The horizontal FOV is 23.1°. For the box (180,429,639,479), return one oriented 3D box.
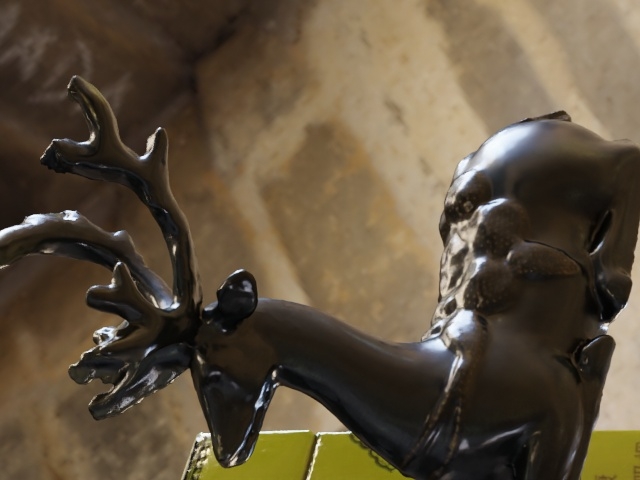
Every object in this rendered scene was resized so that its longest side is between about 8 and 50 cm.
[{"bbox_3d":[0.052,0.163,0.787,0.153,0.279,0.041,-74,156,-46],"label":"box"}]

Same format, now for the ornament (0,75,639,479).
[{"bbox_3d":[0.000,0.000,0.597,0.236,0.080,0.202,20,60,-4],"label":"ornament"}]
